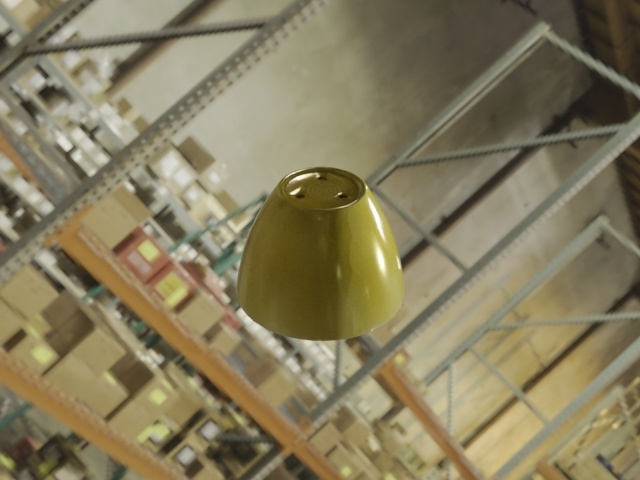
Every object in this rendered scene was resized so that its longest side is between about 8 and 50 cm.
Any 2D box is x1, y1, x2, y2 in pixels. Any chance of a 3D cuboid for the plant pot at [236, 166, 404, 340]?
[{"bbox_3d":[0.000,0.000,0.838,0.134,0.134,0.095,44,-38,47],"label":"plant pot"}]
